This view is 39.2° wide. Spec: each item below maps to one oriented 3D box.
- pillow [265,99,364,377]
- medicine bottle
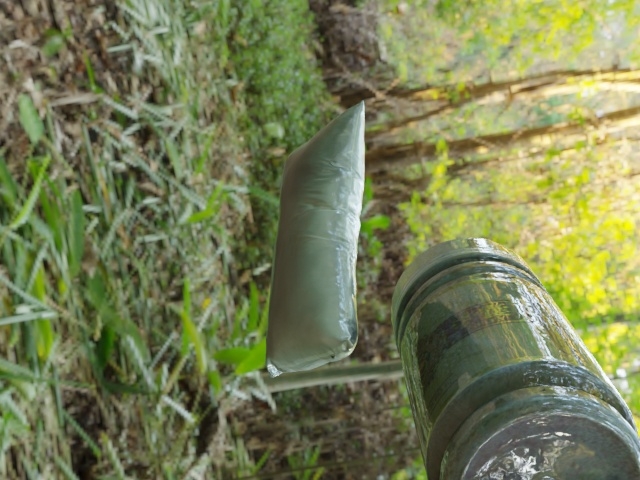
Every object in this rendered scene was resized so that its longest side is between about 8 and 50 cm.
[{"bbox_3d":[0.000,-0.001,0.852,0.144,0.078,0.254,137,-37,-58],"label":"pillow"},{"bbox_3d":[0.146,0.117,0.738,0.322,0.151,0.151,-93,172,-72],"label":"medicine bottle"}]
